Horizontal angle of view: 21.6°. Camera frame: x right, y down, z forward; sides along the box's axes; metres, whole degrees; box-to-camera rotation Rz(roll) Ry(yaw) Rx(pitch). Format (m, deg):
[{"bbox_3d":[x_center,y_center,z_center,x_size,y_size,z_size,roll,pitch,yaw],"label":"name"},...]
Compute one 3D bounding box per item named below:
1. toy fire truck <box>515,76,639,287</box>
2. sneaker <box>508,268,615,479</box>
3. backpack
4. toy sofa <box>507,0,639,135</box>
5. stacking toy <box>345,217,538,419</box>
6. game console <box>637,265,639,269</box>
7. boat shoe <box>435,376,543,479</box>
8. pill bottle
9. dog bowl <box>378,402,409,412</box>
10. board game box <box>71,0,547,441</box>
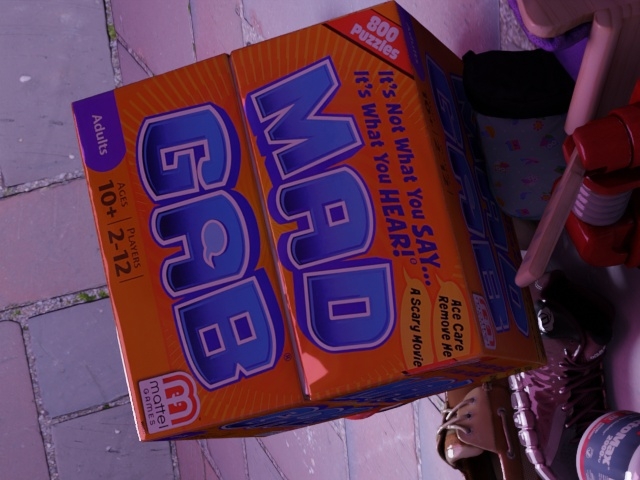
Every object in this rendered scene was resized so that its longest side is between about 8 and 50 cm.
[{"bbox_3d":[0.263,-0.037,1.550,0.217,0.246,0.158,98,152,-59],"label":"toy fire truck"},{"bbox_3d":[0.290,0.162,1.901,0.162,0.106,0.281,-33,80,59],"label":"sneaker"},{"bbox_3d":[0.226,-0.112,1.785,0.182,0.152,0.115,74,-155,-44],"label":"backpack"},{"bbox_3d":[0.205,-0.278,1.672,0.150,0.177,0.362,97,151,-49],"label":"toy sofa"},{"bbox_3d":[0.116,0.080,2.016,0.330,0.141,0.141,-55,36,13],"label":"stacking toy"},{"bbox_3d":[0.356,0.073,1.661,0.122,0.071,0.107,-132,33,-57],"label":"game console"},{"bbox_3d":[0.204,0.233,2.029,0.122,0.120,0.324,-45,63,53],"label":"boat shoe"},{"bbox_3d":[0.353,0.241,1.748,0.180,0.108,0.108,-171,68,-71],"label":"pill bottle"},{"bbox_3d":[0.027,0.015,2.148,0.150,0.408,0.408,-103,6,-67],"label":"dog bowl"},{"bbox_3d":[0.000,0.000,1.782,0.356,0.356,0.356,17,-122,-71],"label":"board game box"}]
